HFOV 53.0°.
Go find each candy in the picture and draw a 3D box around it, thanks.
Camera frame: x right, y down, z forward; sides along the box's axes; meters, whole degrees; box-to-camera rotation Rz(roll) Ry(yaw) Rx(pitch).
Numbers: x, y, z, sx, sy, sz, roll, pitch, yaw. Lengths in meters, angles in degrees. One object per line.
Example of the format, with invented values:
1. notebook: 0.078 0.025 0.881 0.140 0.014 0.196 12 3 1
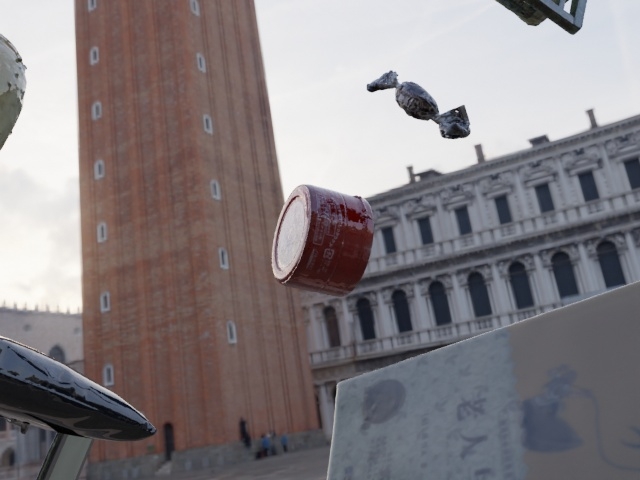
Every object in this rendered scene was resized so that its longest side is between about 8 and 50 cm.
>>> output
1. candy: 0.168 -0.235 1.097 0.094 0.226 0.051 -14 -47 -37

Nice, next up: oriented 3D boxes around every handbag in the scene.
1. handbag: -0.340 0.165 0.721 0.211 0.089 0.254 -7 -34 42

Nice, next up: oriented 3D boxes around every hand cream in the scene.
1. hand cream: 0.000 0.000 1.149 0.125 0.193 0.193 15 -24 -20

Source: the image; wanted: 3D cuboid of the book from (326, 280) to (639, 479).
1. book: 0.160 0.169 0.510 0.388 0.269 0.032 -26 -58 26

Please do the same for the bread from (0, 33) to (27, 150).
1. bread: -0.480 -0.136 0.735 0.305 0.306 0.159 -18 -40 29

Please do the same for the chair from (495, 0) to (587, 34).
1. chair: 0.328 -0.407 0.999 0.136 0.271 0.147 29 -27 -12

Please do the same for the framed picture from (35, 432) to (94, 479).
1. framed picture: -0.432 0.421 1.023 0.016 0.347 0.265 17 -30 -3
